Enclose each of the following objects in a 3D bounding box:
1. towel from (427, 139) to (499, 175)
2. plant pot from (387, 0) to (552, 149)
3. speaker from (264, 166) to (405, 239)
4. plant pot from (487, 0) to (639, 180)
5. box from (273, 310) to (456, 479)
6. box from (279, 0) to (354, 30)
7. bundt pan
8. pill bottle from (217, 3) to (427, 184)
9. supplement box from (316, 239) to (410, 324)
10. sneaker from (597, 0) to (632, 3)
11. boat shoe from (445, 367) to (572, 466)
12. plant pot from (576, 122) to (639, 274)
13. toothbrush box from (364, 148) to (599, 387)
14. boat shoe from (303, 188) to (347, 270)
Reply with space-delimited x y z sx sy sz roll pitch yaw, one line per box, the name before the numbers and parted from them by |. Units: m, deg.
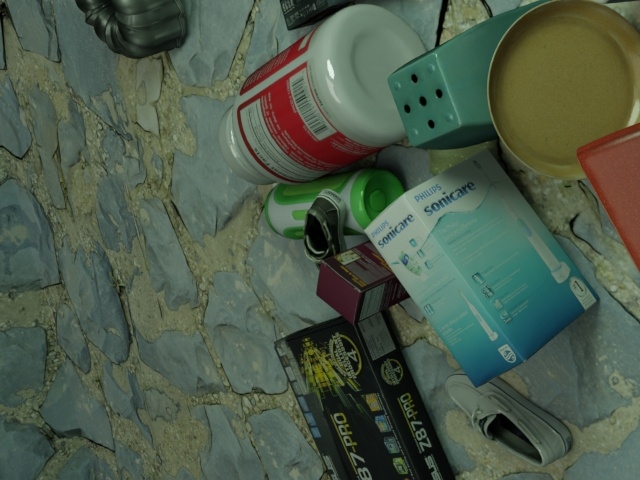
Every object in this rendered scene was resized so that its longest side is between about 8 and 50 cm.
towel | 0.232 -0.148 1.462 0.148 0.027 0.110 13 118 48
plant pot | 0.223 -0.222 1.263 0.165 0.234 0.166 -18 92 53
speaker | 0.022 -0.067 1.681 0.296 0.131 0.131 -3 105 52
plant pot | 0.327 -0.197 1.174 0.032 0.236 0.236 -164 56 -79
box | 0.084 0.348 1.836 0.318 0.097 0.395 -24 88 56
box | -0.024 -0.476 1.539 0.232 0.059 0.183 5 113 70
bundt pan | -0.445 -0.541 1.962 0.331 0.124 0.331 39 152 25
pill bottle | -0.010 -0.229 1.556 0.407 0.229 0.229 -19 92 54
supplement box | 0.097 0.063 1.599 0.104 0.188 0.081 38 134 34
sneaker | 0.389 -0.453 1.049 0.182 0.127 0.315 49 133 30
boat shoe | 0.306 0.303 1.543 0.258 0.084 0.095 23 125 43
plant pot | 0.497 -0.059 1.002 0.236 0.267 0.267 -33 81 40
toothbrush box | 0.245 0.036 1.356 0.295 0.216 0.126 55 142 7
boat shoe | 0.000 0.000 1.591 0.078 0.070 0.219 29 148 22
